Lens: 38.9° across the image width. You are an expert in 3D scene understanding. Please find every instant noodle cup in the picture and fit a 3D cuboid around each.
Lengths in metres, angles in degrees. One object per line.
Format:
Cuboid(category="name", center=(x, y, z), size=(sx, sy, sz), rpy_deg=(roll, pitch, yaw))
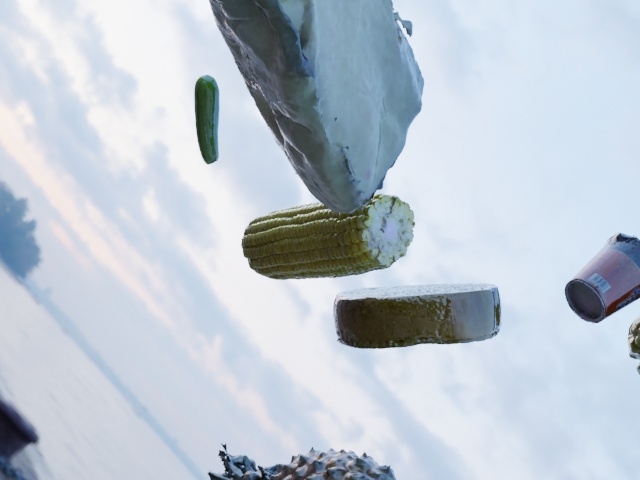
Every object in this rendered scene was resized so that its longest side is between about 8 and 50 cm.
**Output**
Cuboid(category="instant noodle cup", center=(0.500, 0.073, 1.568), size=(0.127, 0.136, 0.127), rpy_deg=(42, -29, 31))

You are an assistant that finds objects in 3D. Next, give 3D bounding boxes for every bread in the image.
Cuboid(category="bread", center=(0.128, 0.098, 1.215), size=(0.236, 0.236, 0.070), rpy_deg=(178, -93, -70))

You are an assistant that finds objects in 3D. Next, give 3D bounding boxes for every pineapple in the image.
Cuboid(category="pineapple", center=(-0.036, 0.363, 1.279), size=(0.361, 0.175, 0.175), rpy_deg=(1, -48, 51))

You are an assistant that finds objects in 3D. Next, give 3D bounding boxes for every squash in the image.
Cuboid(category="squash", center=(-0.112, -0.119, 0.894), size=(0.027, 0.027, 0.089), rpy_deg=(25, -63, 56))

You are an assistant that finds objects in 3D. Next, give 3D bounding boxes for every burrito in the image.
Cuboid(category="burrito", center=(-0.019, -0.200, 0.722), size=(0.135, 0.190, 0.332), rpy_deg=(12, -36, 29))

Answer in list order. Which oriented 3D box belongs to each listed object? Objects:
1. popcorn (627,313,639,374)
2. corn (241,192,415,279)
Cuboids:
Cuboid(category="popcorn", center=(0.648, 0.174, 1.567), size=(0.204, 0.221, 0.183), rpy_deg=(66, 21, -48))
Cuboid(category="corn", center=(0.000, 0.000, 0.937), size=(0.081, 0.081, 0.248), rpy_deg=(54, -29, -19))
